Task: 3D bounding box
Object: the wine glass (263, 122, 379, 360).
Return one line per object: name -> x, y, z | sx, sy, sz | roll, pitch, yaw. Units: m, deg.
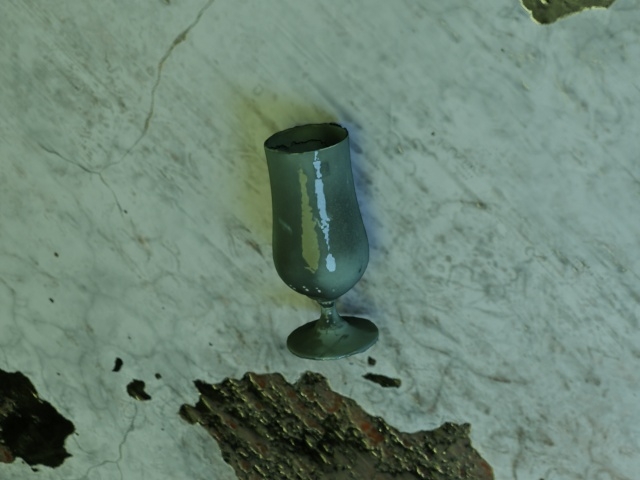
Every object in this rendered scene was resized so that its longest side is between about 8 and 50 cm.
wine glass -> 0.000, 0.000, 1.621 | 0.103, 0.103, 0.231 | 4, 114, 24
